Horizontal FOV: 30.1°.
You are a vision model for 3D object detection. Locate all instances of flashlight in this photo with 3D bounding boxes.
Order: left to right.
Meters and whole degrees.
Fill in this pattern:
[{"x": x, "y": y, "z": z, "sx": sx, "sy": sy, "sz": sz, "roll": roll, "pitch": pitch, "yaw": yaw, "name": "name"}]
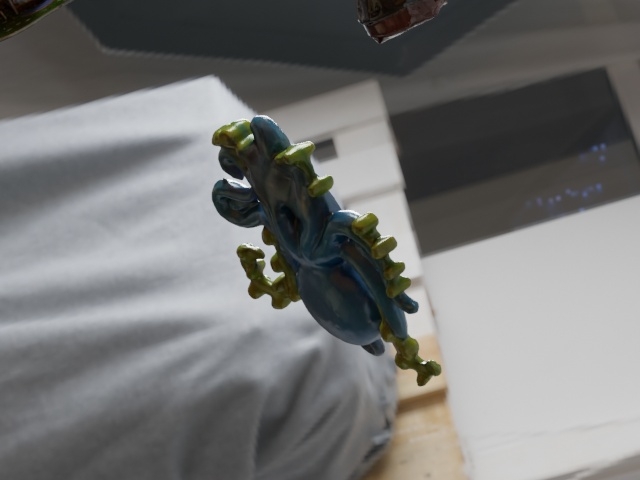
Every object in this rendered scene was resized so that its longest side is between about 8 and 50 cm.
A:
[{"x": 0.033, "y": -0.307, "z": 1.127, "sx": 0.232, "sy": 0.093, "sz": 0.093, "roll": 59, "pitch": 12, "yaw": -16, "name": "flashlight"}]

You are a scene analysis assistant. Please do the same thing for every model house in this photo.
[{"x": -0.312, "y": -0.262, "z": 1.143, "sx": 0.167, "sy": 0.117, "sz": 0.088, "roll": 36, "pitch": -26, "yaw": 56, "name": "model house"}]

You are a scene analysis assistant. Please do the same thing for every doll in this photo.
[{"x": 0.000, "y": 0.000, "z": 1.415, "sx": 0.346, "sy": 0.099, "sz": 0.341, "roll": 12, "pitch": -49, "yaw": 53, "name": "doll"}]
